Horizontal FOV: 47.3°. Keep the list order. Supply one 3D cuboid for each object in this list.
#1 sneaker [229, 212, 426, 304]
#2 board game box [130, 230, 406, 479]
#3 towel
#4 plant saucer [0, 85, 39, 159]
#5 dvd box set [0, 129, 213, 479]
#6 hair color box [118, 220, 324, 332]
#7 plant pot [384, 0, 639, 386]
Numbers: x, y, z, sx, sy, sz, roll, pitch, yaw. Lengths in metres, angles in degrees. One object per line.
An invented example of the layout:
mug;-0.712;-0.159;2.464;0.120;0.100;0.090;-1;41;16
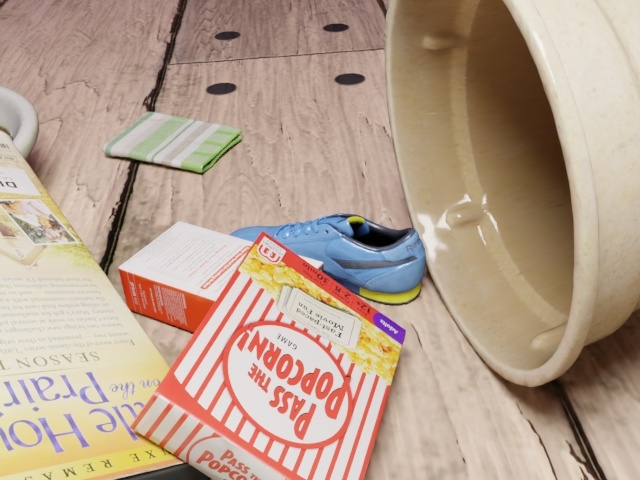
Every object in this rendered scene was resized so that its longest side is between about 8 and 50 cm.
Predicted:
sneaker;0.000;0.000;0.706;0.209;0.082;0.069;10;39;21
board game box;-0.024;0.096;0.529;0.147;0.045;0.193;34;36;-5
towel;-0.194;-0.128;0.966;0.152;0.023;0.113;14;40;20
plant saucer;-0.516;-0.063;0.827;0.401;0.100;0.400;-2;34;1
dvd box set;-0.292;0.035;0.502;0.308;0.062;0.420;2;36;-50
hair color box;-0.090;0.042;0.676;0.167;0.053;0.093;14;37;27
plant pot;0.249;-0.090;0.574;0.306;0.333;0.334;-15;36;-9
